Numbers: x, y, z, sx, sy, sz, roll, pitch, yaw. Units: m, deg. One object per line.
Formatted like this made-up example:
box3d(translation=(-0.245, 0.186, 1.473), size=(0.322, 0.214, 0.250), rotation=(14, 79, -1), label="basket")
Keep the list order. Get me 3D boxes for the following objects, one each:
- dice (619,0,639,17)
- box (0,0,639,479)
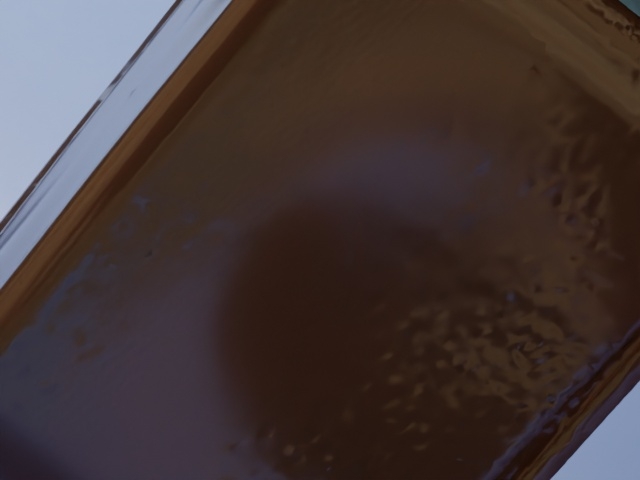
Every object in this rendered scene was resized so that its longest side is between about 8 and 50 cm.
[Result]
box3d(translation=(0.291, -0.230, 0.901), size=(0.330, 0.322, 0.318), rotation=(-25, -147, -12), label="dice")
box3d(translation=(0.000, 0.000, 0.690), size=(0.339, 0.229, 0.239), rotation=(-51, -165, 7), label="box")
